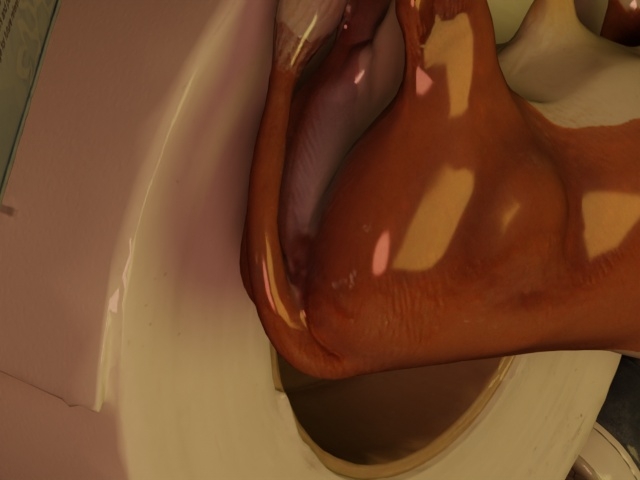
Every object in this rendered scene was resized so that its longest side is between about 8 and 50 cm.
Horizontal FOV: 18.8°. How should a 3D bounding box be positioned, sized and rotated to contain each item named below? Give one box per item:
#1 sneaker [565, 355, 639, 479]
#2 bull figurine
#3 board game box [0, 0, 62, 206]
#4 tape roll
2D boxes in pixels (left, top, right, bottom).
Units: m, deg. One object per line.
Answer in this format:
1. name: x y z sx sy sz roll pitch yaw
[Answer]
1. sneaker: 0.192 0.125 0.956 0.163 0.086 0.226 -44 131 -27
2. bull figurine: 0.095 -0.035 0.627 0.310 0.101 0.188 -3 101 -51
3. board game box: -0.128 -0.171 0.366 0.319 0.066 0.318 -87 163 -55
4. tape roll: 0.000 0.000 0.683 0.286 0.100 0.286 -20 118 -44
